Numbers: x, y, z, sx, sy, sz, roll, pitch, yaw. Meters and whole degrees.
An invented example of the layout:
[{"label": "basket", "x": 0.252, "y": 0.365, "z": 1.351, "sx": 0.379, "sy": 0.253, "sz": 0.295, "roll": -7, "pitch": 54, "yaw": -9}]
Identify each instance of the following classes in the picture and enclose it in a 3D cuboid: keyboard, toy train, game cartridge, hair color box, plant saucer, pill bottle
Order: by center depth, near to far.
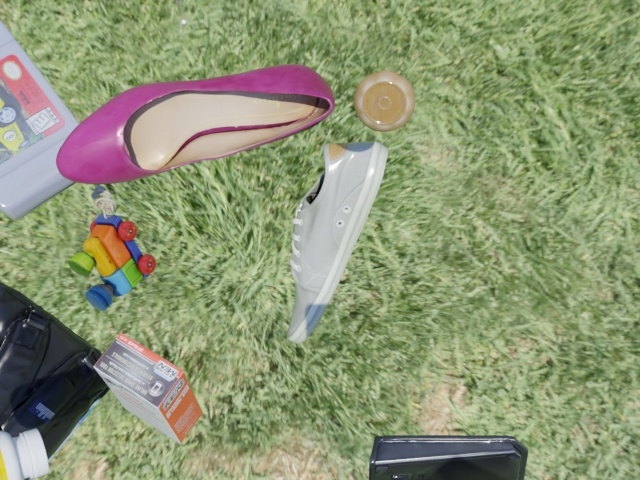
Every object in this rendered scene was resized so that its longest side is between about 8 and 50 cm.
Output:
[{"label": "keyboard", "x": 0.061, "y": 0.268, "z": 0.654, "sx": 0.201, "sy": 0.033, "sz": 0.317, "roll": -4, "pitch": 129, "yaw": -2}, {"label": "pill bottle", "x": -0.329, "y": 0.223, "z": 0.736, "sx": 0.116, "sy": 0.065, "sz": 0.065, "roll": -14, "pitch": 88, "yaw": -30}, {"label": "hair color box", "x": -0.202, "y": 0.182, "z": 0.916, "sx": 0.093, "sy": 0.167, "sz": 0.053, "roll": 29, "pitch": 66, "yaw": 13}, {"label": "plant saucer", "x": 0.086, "y": -0.185, "z": 1.022, "sx": 0.083, "sy": 0.015, "sz": 0.084, "roll": 2, "pitch": 111, "yaw": 5}, {"label": "game cartridge", "x": -0.503, "y": -0.188, "z": 1.183, "sx": 0.196, "sy": 0.060, "sz": 0.294, "roll": -38, "pitch": 93, "yaw": -16}, {"label": "toy train", "x": -0.436, "y": 0.008, "z": 1.477, "sx": 0.143, "sy": 0.105, "sz": 0.248, "roll": -55, "pitch": 135, "yaw": -39}]

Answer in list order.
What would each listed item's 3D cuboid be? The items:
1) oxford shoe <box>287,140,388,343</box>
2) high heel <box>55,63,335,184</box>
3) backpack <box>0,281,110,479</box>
[{"label": "oxford shoe", "x": 0.000, "y": 0.000, "z": 1.473, "sx": 0.130, "sy": 0.169, "sz": 0.449, "roll": 18, "pitch": 117, "yaw": -4}, {"label": "high heel", "x": -0.170, "y": -0.153, "z": 1.020, "sx": 0.377, "sy": 0.181, "sz": 0.127, "roll": -26, "pitch": 117, "yaw": -10}, {"label": "backpack", "x": -0.510, "y": 0.259, "z": 1.074, "sx": 0.290, "sy": 0.273, "sz": 0.356, "roll": 48, "pitch": 56, "yaw": -41}]
